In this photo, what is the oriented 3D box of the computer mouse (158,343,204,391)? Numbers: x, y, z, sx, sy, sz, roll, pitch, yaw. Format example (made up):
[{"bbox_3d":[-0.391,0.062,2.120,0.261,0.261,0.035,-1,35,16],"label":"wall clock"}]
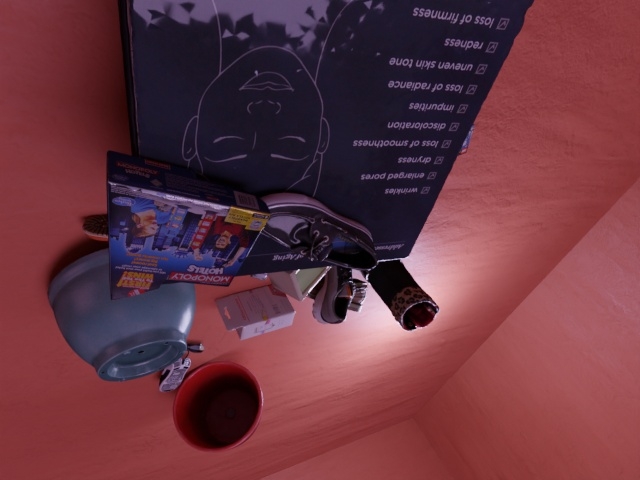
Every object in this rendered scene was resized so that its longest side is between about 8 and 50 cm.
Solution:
[{"bbox_3d":[-0.425,0.369,1.327,0.106,0.042,0.193,12,118,-51],"label":"computer mouse"}]

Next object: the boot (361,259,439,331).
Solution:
[{"bbox_3d":[0.245,0.152,1.400,0.138,0.284,0.377,-38,143,3],"label":"boot"}]

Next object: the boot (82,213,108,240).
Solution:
[{"bbox_3d":[-0.398,-0.004,0.904,0.158,0.059,0.084,4,134,-43],"label":"boot"}]

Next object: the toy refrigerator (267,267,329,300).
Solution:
[{"bbox_3d":[0.000,0.000,1.017,0.269,0.094,0.102,-48,145,-28],"label":"toy refrigerator"}]

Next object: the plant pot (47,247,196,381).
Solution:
[{"bbox_3d":[-0.392,0.170,0.946,0.293,0.196,0.293,-21,153,-11],"label":"plant pot"}]

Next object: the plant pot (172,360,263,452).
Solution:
[{"bbox_3d":[-0.310,0.554,1.470,0.275,0.275,0.243,-26,154,-12],"label":"plant pot"}]

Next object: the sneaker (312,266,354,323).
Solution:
[{"bbox_3d":[0.058,0.105,1.267,0.100,0.108,0.271,14,82,-35],"label":"sneaker"}]

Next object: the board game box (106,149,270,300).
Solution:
[{"bbox_3d":[-0.195,0.000,0.582,0.194,0.060,0.194,11,130,-34],"label":"board game box"}]

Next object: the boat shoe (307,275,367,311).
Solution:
[{"bbox_3d":[0.022,0.135,1.377,0.307,0.111,0.104,21,91,-43],"label":"boat shoe"}]

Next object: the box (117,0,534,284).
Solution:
[{"bbox_3d":[-0.043,-0.206,0.699,0.480,0.297,0.472,-4,134,-22],"label":"box"}]

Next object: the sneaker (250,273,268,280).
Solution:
[{"bbox_3d":[-0.145,0.085,1.229,0.098,0.038,0.069,0,134,-26],"label":"sneaker"}]

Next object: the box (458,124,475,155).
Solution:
[{"bbox_3d":[0.348,-0.264,1.225,0.137,0.027,0.094,-20,141,-20],"label":"box"}]

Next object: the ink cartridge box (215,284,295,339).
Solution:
[{"bbox_3d":[-0.186,0.201,1.259,0.198,0.115,0.067,-11,139,-28],"label":"ink cartridge box"}]

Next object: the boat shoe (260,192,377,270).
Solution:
[{"bbox_3d":[-0.001,0.000,0.662,0.228,0.076,0.080,21,122,-41],"label":"boat shoe"}]
